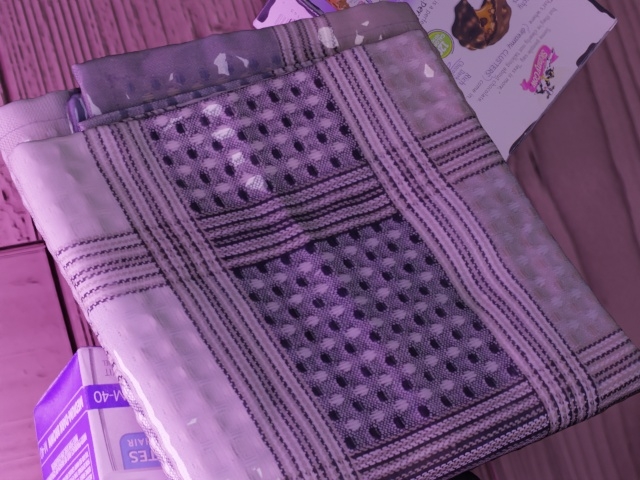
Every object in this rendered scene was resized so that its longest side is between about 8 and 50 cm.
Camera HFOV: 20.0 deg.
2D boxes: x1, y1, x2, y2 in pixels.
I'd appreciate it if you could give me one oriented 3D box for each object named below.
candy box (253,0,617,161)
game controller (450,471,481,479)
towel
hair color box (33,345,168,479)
[{"bbox_3d":[0.081,-0.152,1.268,0.196,0.070,0.165,41,62,-1],"label":"candy box"},{"bbox_3d":[0.131,0.273,1.024,0.319,0.067,0.166,52,25,-6],"label":"game controller"},{"bbox_3d":[0.000,0.000,1.067,0.312,0.056,0.324,-19,64,-27],"label":"towel"},{"bbox_3d":[-0.040,0.228,1.030,0.185,0.110,0.339,-1,66,-27],"label":"hair color box"}]
